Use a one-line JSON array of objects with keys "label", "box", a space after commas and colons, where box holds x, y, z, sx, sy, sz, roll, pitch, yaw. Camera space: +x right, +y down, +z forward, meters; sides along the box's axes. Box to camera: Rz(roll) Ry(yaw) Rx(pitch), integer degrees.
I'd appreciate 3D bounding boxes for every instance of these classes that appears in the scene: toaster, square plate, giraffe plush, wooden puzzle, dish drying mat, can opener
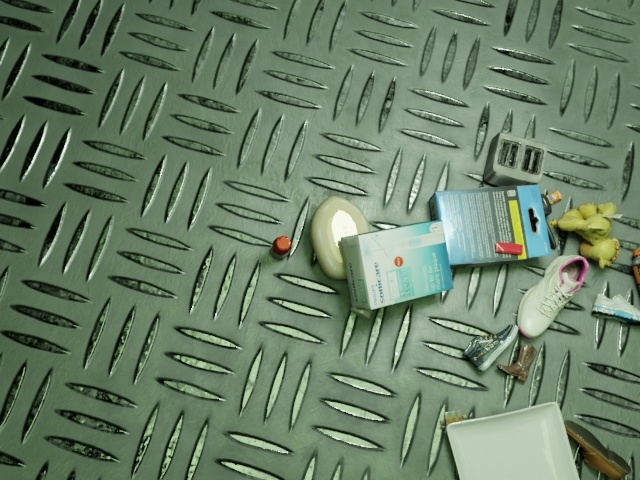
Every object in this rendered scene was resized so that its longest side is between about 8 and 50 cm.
[{"label": "toaster", "box": [0.632, -0.251, 1.853, 0.168, 0.110, 0.185, 16, 77, 3]}, {"label": "square plate", "box": [0.570, 0.677, 1.654, 0.347, 0.049, 0.344, -10, 77, -4]}, {"label": "giraffe plush", "box": [0.872, -0.010, 1.784, 0.181, 0.210, 0.170, -24, 107, -10]}, {"label": "wooden puzzle", "box": [0.400, 0.539, 1.706, 0.083, 0.006, 0.049, -7, 76, -3]}, {"label": "dish drying mat", "box": [0.576, 0.023, 1.728, 0.083, 0.008, 0.032, 5, 76, -1]}, {"label": "can opener", "box": [0.716, -0.055, 1.835, 0.059, 0.073, 0.186, -12, 86, -12]}]

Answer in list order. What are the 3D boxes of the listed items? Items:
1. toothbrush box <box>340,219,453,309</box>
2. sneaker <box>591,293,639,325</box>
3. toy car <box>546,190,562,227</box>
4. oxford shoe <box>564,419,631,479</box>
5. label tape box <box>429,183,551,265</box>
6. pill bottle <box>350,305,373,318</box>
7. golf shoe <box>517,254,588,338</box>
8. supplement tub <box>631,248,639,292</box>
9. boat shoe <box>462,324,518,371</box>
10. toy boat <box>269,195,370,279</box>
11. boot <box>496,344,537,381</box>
[{"label": "toothbrush box", "box": [0.228, 0.068, 1.689, 0.296, 0.126, 0.216, -10, 91, -23]}, {"label": "sneaker", "box": [0.951, 0.212, 1.769, 0.191, 0.071, 0.083, 16, 71, 2]}, {"label": "toy car", "box": [0.776, -0.107, 1.856, 0.060, 0.040, 0.122, -8, 76, -3]}, {"label": "oxford shoe", "box": [0.795, 0.622, 1.667, 0.212, 0.076, 0.076, 42, 119, 19]}, {"label": "label tape box", "box": [0.532, -0.041, 1.800, 0.334, 0.106, 0.240, -4, 77, -3]}, {"label": "pill bottle", "box": [0.147, 0.177, 1.758, 0.067, 0.067, 0.120, 26, 77, 5]}, {"label": "golf shoe", "box": [0.712, 0.164, 1.739, 0.115, 0.140, 0.306, 34, 79, 5]}, {"label": "supplement tub", "box": [1.050, 0.115, 1.768, 0.117, 0.117, 0.190, -9, 77, -3]}, {"label": "boat shoe", "box": [0.522, 0.308, 1.735, 0.083, 0.065, 0.183, 43, 80, 7]}, {"label": "toy boat", "box": [0.000, 0.000, 1.773, 0.318, 0.148, 0.267, -7, 81, -11]}, {"label": "boot", "box": [0.604, 0.361, 1.738, 0.106, 0.037, 0.114, 27, 80, -8]}]
